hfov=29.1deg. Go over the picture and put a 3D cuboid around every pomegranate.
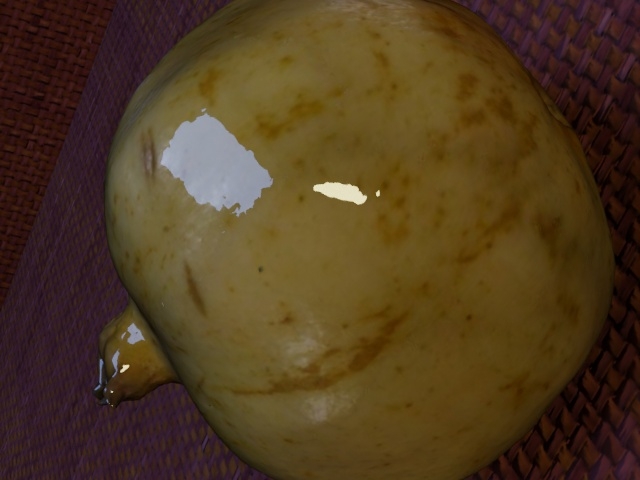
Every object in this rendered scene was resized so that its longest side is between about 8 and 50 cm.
[{"bbox_3d":[0.000,0.000,0.776,0.342,0.342,0.342,-40,43,50],"label":"pomegranate"}]
